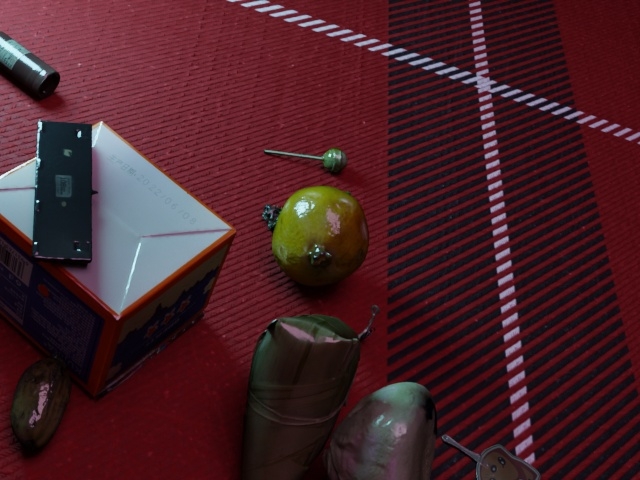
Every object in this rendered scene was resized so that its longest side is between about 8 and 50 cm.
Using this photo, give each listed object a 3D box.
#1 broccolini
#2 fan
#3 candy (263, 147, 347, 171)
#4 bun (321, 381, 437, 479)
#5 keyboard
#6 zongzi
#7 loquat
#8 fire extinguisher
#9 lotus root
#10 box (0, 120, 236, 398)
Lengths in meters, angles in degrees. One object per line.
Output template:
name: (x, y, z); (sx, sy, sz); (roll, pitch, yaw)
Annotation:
broccolini: (-0.021, -0.078, 2.217); (0.254, 0.058, 0.071); (-23, 106, -37)
fan: (0.331, 0.442, 1.930); (0.220, 0.009, 0.132); (33, 42, 4)
candy: (-0.035, -0.200, 2.337); (0.203, 0.061, 0.061); (6, 46, -11)
bun: (0.097, 0.374, 1.711); (0.179, 0.283, 0.283); (9, 39, 18)
keyboard: (-0.428, -0.084, 1.658); (0.106, 0.027, 0.317); (4, 48, -17)
zongzi: (-0.036, 0.306, 1.822); (0.182, 0.418, 0.447); (17, 1, 10)
loquat: (0.000, 0.000, 2.025); (0.214, 0.213, 0.246); (22, 22, -7)
fire extinguisher: (-0.690, -0.394, 2.167); (0.231, 0.071, 0.099); (35, 71, 8)
lotus root: (-0.465, 0.266, 1.632); (0.081, 0.089, 0.179); (-10, 45, 20)
box: (-0.399, 0.031, 1.765); (0.349, 0.256, 0.318); (37, 44, 11)
